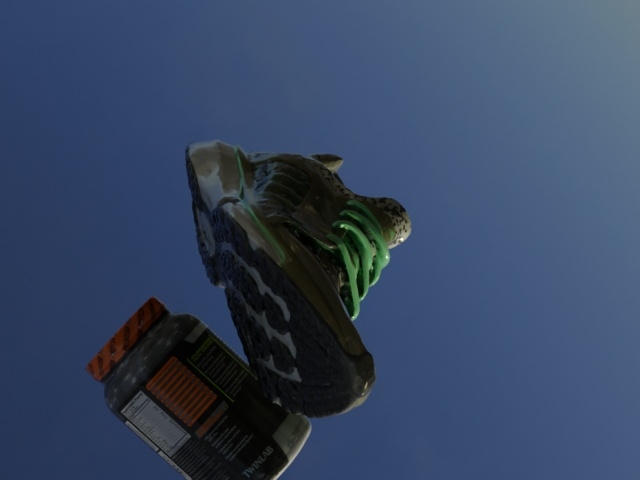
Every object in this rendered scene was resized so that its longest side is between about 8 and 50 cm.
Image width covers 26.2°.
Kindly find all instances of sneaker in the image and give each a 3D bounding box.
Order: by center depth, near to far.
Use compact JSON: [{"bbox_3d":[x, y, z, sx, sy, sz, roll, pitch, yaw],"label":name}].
[{"bbox_3d":[0.000,0.000,1.187,0.410,0.182,0.158,-122,21,-59],"label":"sneaker"}]

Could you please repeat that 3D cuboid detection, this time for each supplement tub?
[{"bbox_3d":[-0.111,0.145,1.235,0.190,0.117,0.117,43,-161,-1],"label":"supplement tub"}]
